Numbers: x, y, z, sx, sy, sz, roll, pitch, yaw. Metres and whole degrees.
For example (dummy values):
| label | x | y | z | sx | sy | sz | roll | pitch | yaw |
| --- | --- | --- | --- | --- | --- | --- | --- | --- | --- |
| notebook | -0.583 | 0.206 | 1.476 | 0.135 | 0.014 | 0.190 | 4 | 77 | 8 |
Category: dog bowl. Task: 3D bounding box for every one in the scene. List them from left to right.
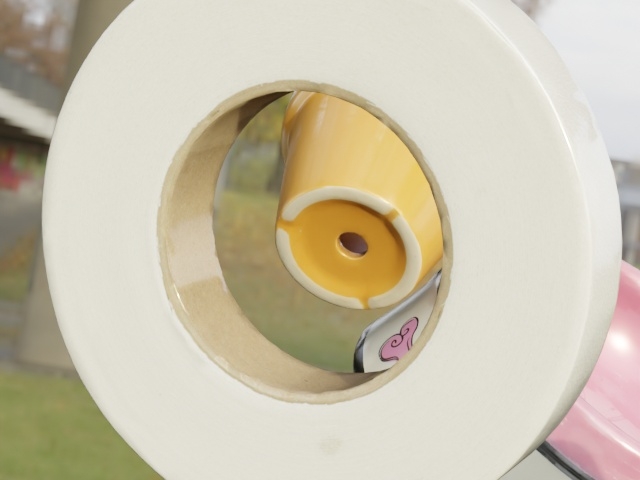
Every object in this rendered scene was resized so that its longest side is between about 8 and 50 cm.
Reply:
| label | x | y | z | sx | sy | sz | roll | pitch | yaw |
| --- | --- | --- | --- | --- | --- | --- | --- | --- | --- |
| dog bowl | 0.238 | 0.150 | 1.679 | 0.408 | 0.150 | 0.408 | 28 | 26 | -15 |

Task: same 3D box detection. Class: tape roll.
| label | x | y | z | sx | sy | sz | roll | pitch | yaw |
| --- | --- | --- | --- | --- | --- | --- | --- | --- | --- |
| tape roll | 0.000 | 0.000 | 1.259 | 0.392 | 0.392 | 0.072 | 9 | 13 | 23 |

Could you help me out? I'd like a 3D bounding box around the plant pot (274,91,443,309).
| label | x | y | z | sx | sy | sz | roll | pitch | yaw |
| --- | --- | --- | --- | --- | --- | --- | --- | --- | --- |
| plant pot | 0.048 | -0.046 | 1.671 | 0.205 | 0.205 | 0.188 | 9 | 39 | 15 |
